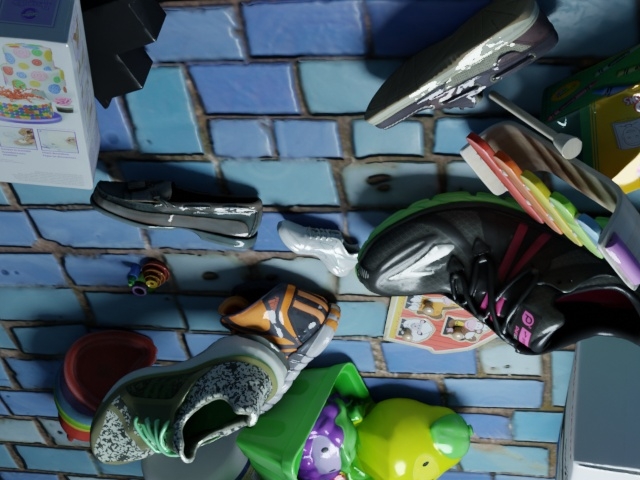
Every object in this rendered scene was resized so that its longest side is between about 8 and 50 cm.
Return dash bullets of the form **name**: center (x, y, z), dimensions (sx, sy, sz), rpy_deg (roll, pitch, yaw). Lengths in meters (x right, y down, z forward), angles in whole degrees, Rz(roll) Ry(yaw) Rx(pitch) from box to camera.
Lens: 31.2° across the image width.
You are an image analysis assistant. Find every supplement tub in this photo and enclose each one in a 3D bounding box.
- **supplement tub**: center (-0.198, 0.491, 2.291), dimensions (0.228, 0.228, 0.316), rpy_deg (-5, 136, 20)

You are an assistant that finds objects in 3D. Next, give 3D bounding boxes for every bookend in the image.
- **bookend**: center (-0.266, -0.275, 1.554), dimensions (0.157, 0.072, 0.156), rpy_deg (-13, 134, 26)

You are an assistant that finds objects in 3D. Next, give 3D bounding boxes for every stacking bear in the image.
- **stacking bear**: center (-0.434, 0.300, 2.200), dimensions (0.164, 0.175, 0.289), rpy_deg (19, 147, -10)

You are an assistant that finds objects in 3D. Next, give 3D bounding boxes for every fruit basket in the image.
- **fruit basket**: center (0.083, 0.407, 2.120), dimensions (0.392, 0.283, 0.392), rpy_deg (22, 148, 15)

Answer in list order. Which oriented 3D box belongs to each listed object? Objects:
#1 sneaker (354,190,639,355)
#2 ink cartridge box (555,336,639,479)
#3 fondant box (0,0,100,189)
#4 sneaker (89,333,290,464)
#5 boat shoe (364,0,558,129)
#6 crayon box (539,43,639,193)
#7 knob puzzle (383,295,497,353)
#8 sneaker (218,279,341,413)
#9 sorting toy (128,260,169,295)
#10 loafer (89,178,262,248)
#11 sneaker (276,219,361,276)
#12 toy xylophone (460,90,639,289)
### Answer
- **sneaker**: center (0.286, 0.058, 1.688), dimensions (0.482, 0.202, 0.185), rpy_deg (4, 138, 10)
- **ink cartridge box**: center (0.489, 0.367, 1.925), dimensions (0.166, 0.285, 0.395), rpy_deg (6, 139, 9)
- **fondant box**: center (-0.428, -0.201, 1.518), dimensions (0.238, 0.096, 0.330), rpy_deg (5, 151, -2)
- **sneaker**: center (-0.246, 0.302, 1.928), dimensions (0.410, 0.182, 0.158), rpy_deg (-30, 114, 25)
- **boat shoe**: center (0.179, -0.213, 1.487), dimensions (0.285, 0.103, 0.092), rpy_deg (-33, 117, 33)
- **crayon box**: center (0.445, -0.173, 1.475), dimensions (0.278, 0.081, 0.165), rpy_deg (-24, 127, 35)
- **knob puzzle**: center (0.210, 0.141, 1.937), dimensions (0.213, 0.030, 0.213), rpy_deg (7, 139, 6)
- **sneaker**: center (-0.113, 0.174, 2.008), dimensions (0.180, 0.124, 0.321), rpy_deg (29, 126, -12)
- **sorting toy**: center (-0.305, 0.072, 1.983), dimensions (0.061, 0.042, 0.102), rpy_deg (31, 137, -20)
- **loafer**: center (-0.220, -0.063, 1.788), dimensions (0.267, 0.096, 0.084), rpy_deg (14, 120, -11)
- **sneaker**: center (0.000, 0.000, 1.820), dimensions (0.152, 0.054, 0.061), rpy_deg (27, 129, -25)
- **toy xylophone**: center (0.302, -0.075, 1.502), dimensions (0.081, 0.322, 0.236), rpy_deg (-47, 122, 0)
